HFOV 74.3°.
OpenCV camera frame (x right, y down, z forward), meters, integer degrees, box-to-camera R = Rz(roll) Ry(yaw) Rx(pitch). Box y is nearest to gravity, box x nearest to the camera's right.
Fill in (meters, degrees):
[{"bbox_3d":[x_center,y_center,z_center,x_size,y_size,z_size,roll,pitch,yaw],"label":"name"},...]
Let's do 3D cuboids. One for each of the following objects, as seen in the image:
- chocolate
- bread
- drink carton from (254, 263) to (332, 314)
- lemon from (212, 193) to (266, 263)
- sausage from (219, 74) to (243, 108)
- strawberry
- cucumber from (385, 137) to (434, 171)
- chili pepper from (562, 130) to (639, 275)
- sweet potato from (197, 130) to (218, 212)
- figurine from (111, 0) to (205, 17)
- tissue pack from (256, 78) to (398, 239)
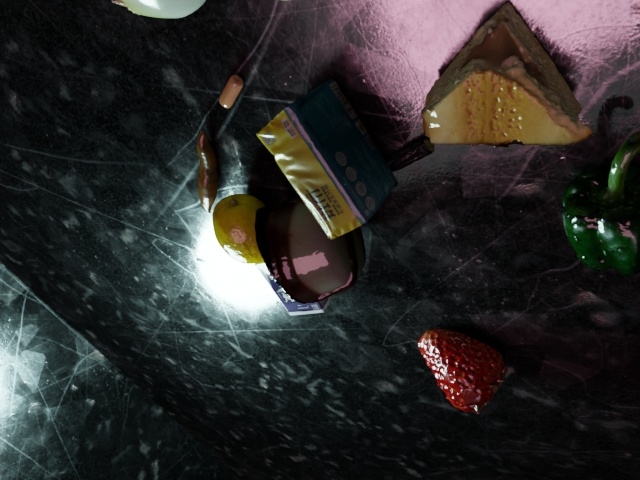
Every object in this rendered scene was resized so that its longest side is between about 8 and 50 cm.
[{"bbox_3d":[0.000,0.000,1.031,0.186,0.283,0.283,-26,115,23],"label":"chocolate"},{"bbox_3d":[0.289,-0.220,0.717,0.224,0.183,0.211,42,136,-10],"label":"bread"},{"bbox_3d":[-0.073,0.109,1.258,0.134,0.102,0.222,-11,122,36],"label":"drink carton"},{"bbox_3d":[-0.203,-0.027,1.148,0.170,0.170,0.207,-2,126,28],"label":"lemon"},{"bbox_3d":[-0.202,-0.338,0.960,0.034,0.034,0.083,39,134,-11],"label":"sausage"},{"bbox_3d":[0.394,0.350,1.211,0.244,0.205,0.205,39,140,21],"label":"strawberry"},{"bbox_3d":[0.173,-0.172,0.924,0.039,0.043,0.163,8,160,-40],"label":"cucumber"},{"bbox_3d":[0.527,-0.065,0.760,0.165,0.174,0.261,13,141,52],"label":"chili pepper"},{"bbox_3d":[-0.305,-0.178,1.142,0.057,0.057,0.264,20,132,9],"label":"sweet potato"},{"bbox_3d":[-0.366,-0.569,0.762,0.394,0.227,0.274,23,106,21],"label":"figurine"},{"bbox_3d":[0.020,-0.164,0.873,0.134,0.192,0.270,-22,108,44],"label":"tissue pack"}]
